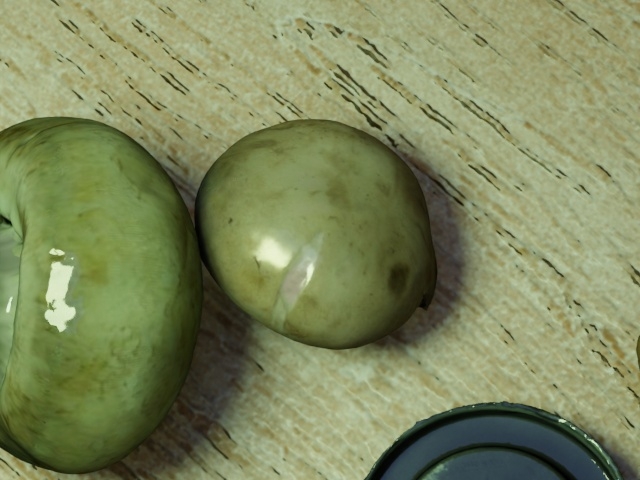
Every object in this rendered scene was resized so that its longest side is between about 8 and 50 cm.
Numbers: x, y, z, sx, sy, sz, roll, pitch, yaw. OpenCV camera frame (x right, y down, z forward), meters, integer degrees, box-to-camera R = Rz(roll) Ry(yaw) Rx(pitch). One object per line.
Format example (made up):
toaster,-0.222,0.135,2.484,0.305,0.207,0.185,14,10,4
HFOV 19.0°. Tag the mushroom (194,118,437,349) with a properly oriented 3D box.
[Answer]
mushroom,0.000,0.000,1.858,0.255,0.255,0.184,54,131,19

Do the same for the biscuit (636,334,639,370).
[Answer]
biscuit,0.407,0.259,1.748,0.368,0.076,0.394,11,77,-2

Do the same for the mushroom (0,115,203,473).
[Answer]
mushroom,-0.259,0.054,1.816,0.260,0.352,0.352,0,69,-29

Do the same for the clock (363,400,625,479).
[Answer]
clock,0.166,0.293,1.808,0.281,0.055,0.280,-3,73,8
